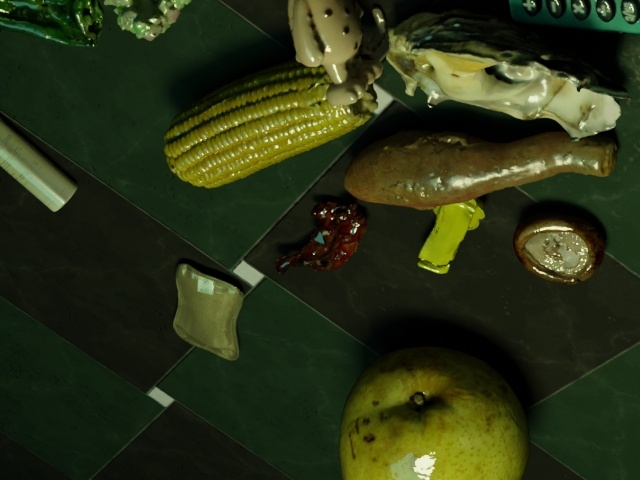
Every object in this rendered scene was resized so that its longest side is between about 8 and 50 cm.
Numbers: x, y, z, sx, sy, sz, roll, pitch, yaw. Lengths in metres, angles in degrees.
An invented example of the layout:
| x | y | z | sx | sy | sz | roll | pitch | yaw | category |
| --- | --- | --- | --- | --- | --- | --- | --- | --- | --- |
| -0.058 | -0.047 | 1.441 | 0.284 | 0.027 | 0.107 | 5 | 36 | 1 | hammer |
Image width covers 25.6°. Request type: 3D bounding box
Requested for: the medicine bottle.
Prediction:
| x | y | z | sx | sy | sz | roll | pitch | yaw | category |
| --- | --- | --- | --- | --- | --- | --- | --- | --- | --- |
| -0.487 | -0.141 | 2.215 | 0.231 | 0.059 | 0.059 | 44 | 140 | -18 | medicine bottle |

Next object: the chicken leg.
| x | y | z | sx | sy | sz | roll | pitch | yaw | category |
| --- | --- | --- | --- | --- | --- | --- | --- | --- | --- |
| 0.006 | 0.002 | 2.076 | 0.089 | 0.048 | 0.219 | 35 | 143 | -3 | chicken leg |

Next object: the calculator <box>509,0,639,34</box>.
| x | y | z | sx | sy | sz | roll | pitch | yaw | category |
| --- | --- | --- | --- | --- | --- | --- | --- | --- | --- |
| 0.306 | -0.326 | 1.498 | 0.274 | 0.058 | 0.248 | 9 | 138 | 26 | calculator |

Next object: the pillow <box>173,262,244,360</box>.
| x | y | z | sx | sy | sz | roll | pitch | yaw | category |
| --- | --- | --- | --- | --- | --- | --- | --- | --- | --- |
| -0.191 | 0.121 | 2.350 | 0.130 | 0.033 | 0.218 | 23 | 143 | 13 | pillow |

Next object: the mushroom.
| x | y | z | sx | sy | sz | roll | pitch | yaw | category |
| --- | --- | --- | --- | --- | --- | --- | --- | --- | --- |
| 0.318 | 0.006 | 1.879 | 0.123 | 0.052 | 0.123 | 11 | 138 | 11 | mushroom |

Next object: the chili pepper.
| x | y | z | sx | sy | sz | roll | pitch | yaw | category |
| --- | --- | --- | --- | --- | --- | --- | --- | --- | --- |
| -0.419 | -0.331 | 1.940 | 0.253 | 0.083 | 0.099 | 19 | 133 | 7 | chili pepper |

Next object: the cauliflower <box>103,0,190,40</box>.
| x | y | z | sx | sy | sz | roll | pitch | yaw | category |
| --- | --- | --- | --- | --- | --- | --- | --- | --- | --- |
| -0.259 | -0.367 | 1.635 | 0.239 | 0.315 | 0.256 | 89 | 157 | -55 | cauliflower |

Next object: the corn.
| x | y | z | sx | sy | sz | roll | pitch | yaw | category |
| --- | --- | --- | --- | --- | --- | --- | --- | --- | --- |
| -0.072 | -0.162 | 1.875 | 0.344 | 0.131 | 0.131 | -18 | 123 | 41 | corn |

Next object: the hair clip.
| x | y | z | sx | sy | sz | roll | pitch | yaw | category |
| --- | --- | --- | --- | --- | --- | --- | --- | --- | --- |
| 0.182 | -0.019 | 1.939 | 0.072 | 0.046 | 0.173 | 21 | 144 | 6 | hair clip |

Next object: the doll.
| x | y | z | sx | sy | sz | roll | pitch | yaw | category |
| --- | --- | --- | --- | --- | --- | --- | --- | --- | --- |
| -0.004 | -0.295 | 1.651 | 0.119 | 0.154 | 0.278 | -3 | 133 | 36 | doll |

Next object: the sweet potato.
| x | y | z | sx | sy | sz | roll | pitch | yaw | category |
| --- | --- | --- | --- | --- | --- | --- | --- | --- | --- |
| 0.185 | -0.097 | 1.807 | 0.385 | 0.109 | 0.109 | -4 | 132 | 35 | sweet potato |

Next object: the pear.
| x | y | z | sx | sy | sz | roll | pitch | yaw | category |
| --- | --- | --- | --- | --- | --- | --- | --- | --- | --- |
| 0.171 | 0.305 | 2.120 | 0.303 | 0.304 | 0.304 | 17 | 141 | 15 | pear |

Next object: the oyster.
| x | y | z | sx | sy | sz | roll | pitch | yaw | category |
| --- | --- | --- | --- | --- | --- | --- | --- | --- | --- |
| 0.227 | -0.199 | 1.656 | 0.271 | 0.100 | 0.275 | 34 | 160 | -14 | oyster |
